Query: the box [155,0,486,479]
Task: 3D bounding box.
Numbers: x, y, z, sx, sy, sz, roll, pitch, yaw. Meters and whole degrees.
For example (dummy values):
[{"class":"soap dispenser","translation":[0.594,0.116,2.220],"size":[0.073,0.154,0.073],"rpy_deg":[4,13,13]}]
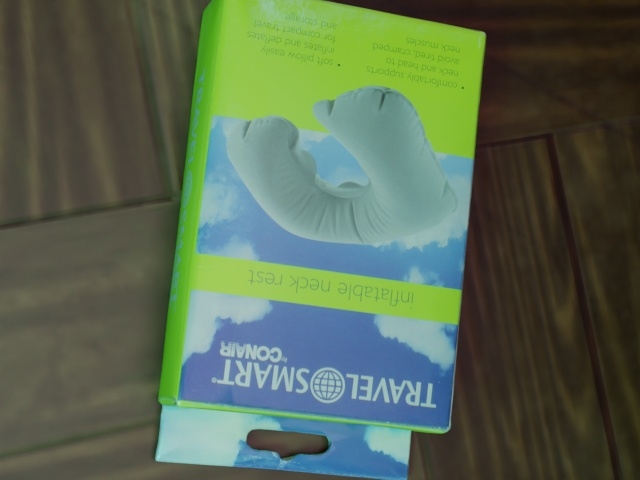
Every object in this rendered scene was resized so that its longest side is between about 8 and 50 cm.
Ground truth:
[{"class":"box","translation":[0.000,0.000,0.468],"size":[0.109,0.042,0.178],"rpy_deg":[8,82,-15]}]
